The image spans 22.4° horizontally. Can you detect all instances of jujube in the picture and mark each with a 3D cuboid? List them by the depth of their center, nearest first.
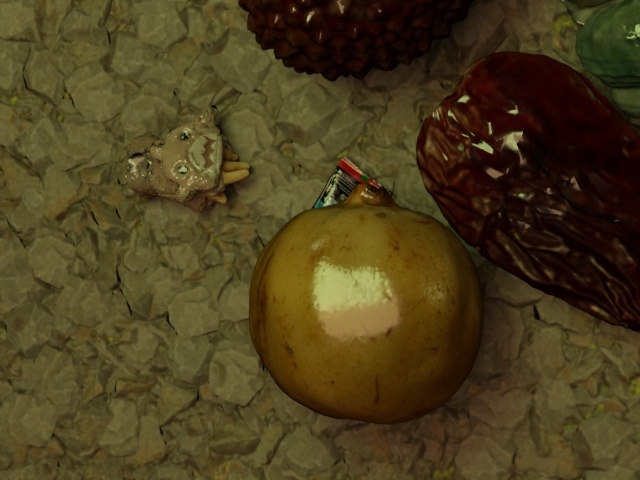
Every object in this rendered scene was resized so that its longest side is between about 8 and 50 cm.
[{"bbox_3d":[0.269,-0.051,1.721,0.342,0.216,0.216,41,102,3],"label":"jujube"}]

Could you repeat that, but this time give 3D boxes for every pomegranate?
[{"bbox_3d":[0.050,0.070,1.750,0.264,0.264,0.264,1,92,16],"label":"pomegranate"}]

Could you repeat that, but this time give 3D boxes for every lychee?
[{"bbox_3d":[0.043,-0.330,1.713,0.306,0.306,0.330,36,94,12],"label":"lychee"}]

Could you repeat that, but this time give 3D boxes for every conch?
[{"bbox_3d":[0.343,-0.250,1.700,0.220,0.195,0.277,-1,109,25],"label":"conch"}]

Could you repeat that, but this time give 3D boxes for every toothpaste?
[{"bbox_3d":[0.000,0.000,1.874,0.071,0.045,0.193,36,95,4],"label":"toothpaste"}]

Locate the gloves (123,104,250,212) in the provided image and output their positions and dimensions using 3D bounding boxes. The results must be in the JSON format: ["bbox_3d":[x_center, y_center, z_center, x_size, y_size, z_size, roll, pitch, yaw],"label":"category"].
[{"bbox_3d":[-0.164,-0.088,1.893,0.144,0.094,0.110,-20,75,24],"label":"gloves"}]
